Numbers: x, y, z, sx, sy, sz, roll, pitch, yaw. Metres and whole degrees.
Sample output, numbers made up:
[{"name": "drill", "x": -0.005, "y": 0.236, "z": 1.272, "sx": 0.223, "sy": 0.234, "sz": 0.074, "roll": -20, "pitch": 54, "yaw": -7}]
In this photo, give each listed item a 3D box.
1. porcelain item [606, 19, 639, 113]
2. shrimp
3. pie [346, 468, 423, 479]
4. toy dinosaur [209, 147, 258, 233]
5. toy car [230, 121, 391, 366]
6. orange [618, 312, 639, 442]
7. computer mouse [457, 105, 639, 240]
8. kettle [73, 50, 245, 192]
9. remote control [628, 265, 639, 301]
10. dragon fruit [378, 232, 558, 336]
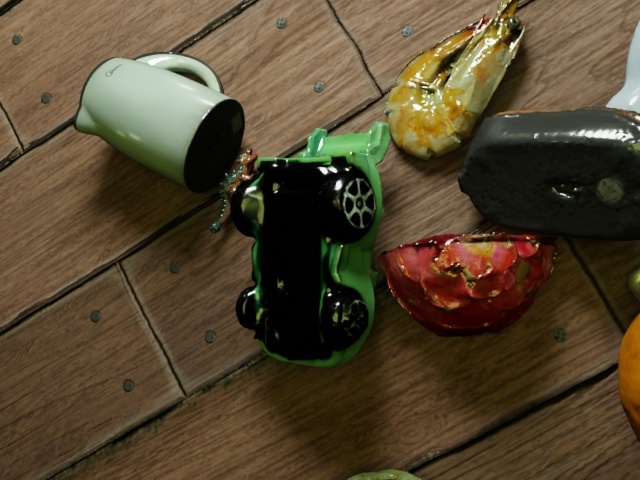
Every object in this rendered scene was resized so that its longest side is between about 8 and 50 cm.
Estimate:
[{"name": "porcelain item", "x": 0.568, "y": -0.295, "z": 0.995, "sx": 0.243, "sy": 0.178, "sz": 0.405, "roll": 35, "pitch": 93, "yaw": 15}, {"name": "shrimp", "x": 0.212, "y": -0.260, "z": 1.141, "sx": 0.154, "sy": 0.062, "sz": 0.294, "roll": 40, "pitch": 95, "yaw": 20}, {"name": "pie", "x": 0.110, "y": 0.489, "z": 1.079, "sx": 0.323, "sy": 0.070, "sz": 0.323, "roll": -2, "pitch": 80, "yaw": 14}, {"name": "toy dinosaur", "x": -0.140, "y": -0.080, "z": 1.209, "sx": 0.055, "sy": 0.049, "sz": 0.154, "roll": 25, "pitch": 85, "yaw": 12}, {"name": "toy car", "x": 0.000, "y": 0.000, "z": 1.103, "sx": 0.213, "sy": 0.176, "sz": 0.358, "roll": -1, "pitch": 91, "yaw": 40}, {"name": "orange", "x": 0.520, "y": 0.176, "z": 0.929, "sx": 0.284, "sy": 0.226, "sz": 0.283, "roll": 0, "pitch": 91, "yaw": 10}, {"name": "computer mouse", "x": 0.345, "y": -0.092, "z": 1.018, "sx": 0.323, "sy": 0.116, "sz": 0.182, "roll": 9, "pitch": 120, "yaw": 44}, {"name": "kettle", "x": -0.249, "y": -0.216, "z": 1.210, "sx": 0.236, "sy": 0.161, "sz": 0.221, "roll": 25, "pitch": 63, "yaw": 17}, {"name": "remote control", "x": 0.544, "y": 0.015, "z": 1.033, "sx": 0.230, "sy": 0.049, "sz": 0.090, "roll": -39, "pitch": 79, "yaw": 5}, {"name": "dragon fruit", "x": 0.217, "y": 0.060, "z": 1.070, "sx": 0.262, "sy": 0.163, "sz": 0.189, "roll": -9, "pitch": 109, "yaw": 12}]
